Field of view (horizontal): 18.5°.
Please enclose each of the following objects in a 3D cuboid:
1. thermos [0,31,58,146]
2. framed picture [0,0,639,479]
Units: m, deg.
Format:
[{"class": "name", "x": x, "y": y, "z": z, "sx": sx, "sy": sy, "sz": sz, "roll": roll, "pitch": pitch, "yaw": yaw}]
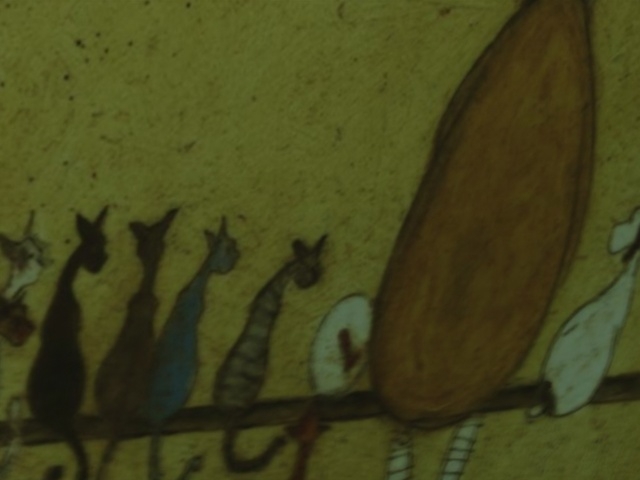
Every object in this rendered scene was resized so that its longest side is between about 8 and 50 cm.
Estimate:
[{"class": "thermos", "x": -0.106, "y": -0.070, "z": 0.450, "sx": 0.182, "sy": 0.145, "sz": 0.286, "roll": 36, "pitch": 99, "yaw": -16}, {"class": "framed picture", "x": 0.000, "y": -0.024, "z": 0.425, "sx": 0.255, "sy": 0.014, "sz": 0.339, "roll": -1, "pitch": 120, "yaw": -26}]
